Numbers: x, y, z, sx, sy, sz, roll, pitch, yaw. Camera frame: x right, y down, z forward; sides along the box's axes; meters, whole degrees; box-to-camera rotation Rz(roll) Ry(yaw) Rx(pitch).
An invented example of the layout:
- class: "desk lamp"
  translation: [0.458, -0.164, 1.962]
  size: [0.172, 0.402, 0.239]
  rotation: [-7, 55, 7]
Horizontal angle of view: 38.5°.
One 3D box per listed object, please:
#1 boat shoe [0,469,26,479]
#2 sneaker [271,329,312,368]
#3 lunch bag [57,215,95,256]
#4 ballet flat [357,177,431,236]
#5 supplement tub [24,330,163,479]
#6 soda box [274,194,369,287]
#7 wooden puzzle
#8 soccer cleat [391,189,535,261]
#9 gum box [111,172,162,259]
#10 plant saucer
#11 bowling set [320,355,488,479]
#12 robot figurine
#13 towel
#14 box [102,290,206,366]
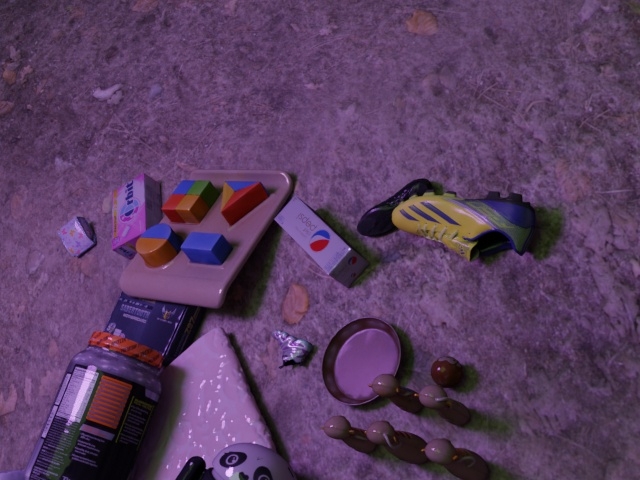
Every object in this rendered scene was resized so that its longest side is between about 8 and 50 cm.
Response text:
- class: "boat shoe"
  translation: [-0.608, 0.520, 1.867]
  size: [0.109, 0.302, 0.094]
  rotation: [-6, 73, 2]
- class: "sneaker"
  translation: [-0.068, 0.216, 1.776]
  size: [0.098, 0.038, 0.069]
  rotation: [16, 75, 42]
- class: "lunch bag"
  translation: [-0.610, -0.008, 2.306]
  size: [0.071, 0.053, 0.083]
  rotation: [-36, 74, 15]
- class: "ballet flat"
  translation: [0.146, -0.061, 1.779]
  size: [0.173, 0.049, 0.057]
  rotation: [-33, 92, 19]
- class: "supplement tub"
  translation: [-0.435, 0.351, 1.804]
  size: [0.194, 0.193, 0.316]
  rotation: [5, 67, 39]
- class: "soda box"
  translation: [0.000, 0.000, 1.824]
  size: [0.069, 0.074, 0.216]
  rotation: [-48, 47, 4]
- class: "wooden puzzle"
  translation: [-0.261, -0.027, 1.992]
  size: [0.322, 0.080, 0.347]
  rotation: [4, 55, 38]
- class: "soccer cleat"
  translation: [0.244, -0.022, 1.641]
  size: [0.289, 0.093, 0.121]
  rotation: [1, 73, 38]
- class: "gum box"
  translation: [-0.442, -0.063, 2.204]
  size: [0.107, 0.062, 0.188]
  rotation: [-26, 52, 23]
- class: "plant saucer"
  translation: [0.078, 0.222, 1.668]
  size: [0.168, 0.029, 0.168]
  rotation: [-19, 54, 29]
- class: "bowling set"
  translation: [0.147, 0.268, 1.502]
  size: [0.287, 0.154, 0.199]
  rotation: [2, 67, 37]
- class: "robot figurine"
  translation: [-0.152, 0.487, 1.581]
  size: [0.278, 0.209, 0.173]
  rotation: [-60, 24, -1]
- class: "towel"
  translation: [-0.255, 0.382, 1.813]
  size: [0.317, 0.053, 0.331]
  rotation: [-42, 47, 12]
- class: "box"
  translation: [-0.365, 0.169, 2.013]
  size: [0.233, 0.059, 0.183]
  rotation: [11, 71, 41]
